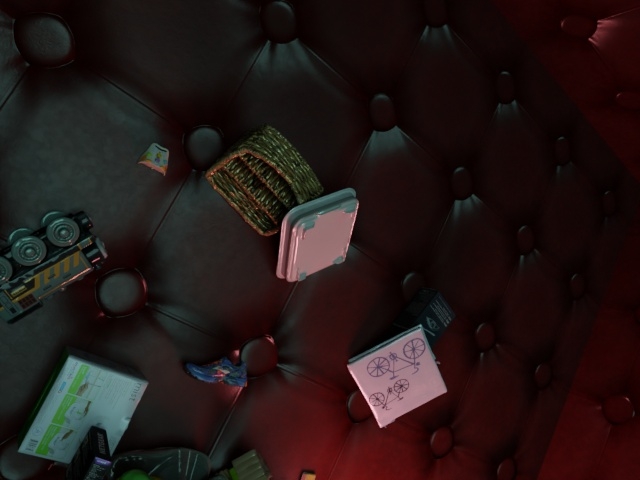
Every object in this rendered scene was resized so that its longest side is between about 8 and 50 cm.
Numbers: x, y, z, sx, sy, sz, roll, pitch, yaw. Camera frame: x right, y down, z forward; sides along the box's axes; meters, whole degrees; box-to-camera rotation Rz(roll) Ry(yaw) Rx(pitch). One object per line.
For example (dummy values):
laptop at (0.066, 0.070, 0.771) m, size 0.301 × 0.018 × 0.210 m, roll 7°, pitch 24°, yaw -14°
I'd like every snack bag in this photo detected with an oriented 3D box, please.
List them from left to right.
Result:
snack bag at (0.307, 0.526, 1.909) m, size 0.323 × 0.037 × 0.343 m, roll -28°, pitch 110°, yaw -2°

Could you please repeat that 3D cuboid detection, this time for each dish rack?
dish rack at (0.000, 0.000, 1.618) m, size 0.285 × 0.072 × 0.333 m, roll -22°, pitch 143°, yaw -27°

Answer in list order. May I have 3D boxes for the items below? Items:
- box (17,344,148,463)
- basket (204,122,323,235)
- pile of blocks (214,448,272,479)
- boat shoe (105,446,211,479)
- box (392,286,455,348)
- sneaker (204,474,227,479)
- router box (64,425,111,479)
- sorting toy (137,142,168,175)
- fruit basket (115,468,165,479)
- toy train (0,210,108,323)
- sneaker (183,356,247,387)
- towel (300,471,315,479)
box at (-0.642, 0.457, 1.352) m, size 0.231 × 0.126 × 0.262 m, roll 30°, pitch 78°, yaw -29°
basket at (-0.164, -0.177, 1.536) m, size 0.223 × 0.213 × 0.299 m, roll -49°, pitch 115°, yaw -19°
pile of blocks at (-0.295, 0.843, 1.615) m, size 0.362 × 0.149 × 0.112 m, roll -54°, pitch 160°, yaw -6°
boat shoe at (-0.485, 0.678, 1.488) m, size 0.320 × 0.103 × 0.118 m, roll 15°, pitch 75°, yaw -35°
box at (0.415, 0.316, 1.975) m, size 0.207 × 0.108 × 0.153 m, roll -46°, pitch 114°, yaw -19°
sneaker at (-0.394, 0.823, 1.523) m, size 0.101 × 0.106 × 0.267 m, roll 46°, pitch 80°, yaw -5°
router box at (-0.578, 0.562, 1.225) m, size 0.046 × 0.179 × 0.133 m, roll 32°, pitch 81°, yaw -26°
sorting toy at (-0.479, -0.245, 1.452) m, size 0.083 × 0.044 × 0.075 m, roll 26°, pitch 61°, yaw -29°
fruit basket at (-0.467, 0.747, 1.327) m, size 0.391 × 0.283 × 0.392 m, roll -1°, pitch 95°, yaw -7°
toy train at (-0.725, 0.061, 1.278) m, size 0.334 × 0.142 × 0.190 m, roll -36°, pitch 123°, yaw -25°
sneaker at (-0.330, 0.409, 1.571) m, size 0.221 × 0.083 × 0.087 m, roll 21°, pitch 70°, yaw -35°
towel at (-0.053, 0.885, 1.799) m, size 0.060 × 0.009 × 0.083 m, roll 23°, pitch 83°, yaw -30°
